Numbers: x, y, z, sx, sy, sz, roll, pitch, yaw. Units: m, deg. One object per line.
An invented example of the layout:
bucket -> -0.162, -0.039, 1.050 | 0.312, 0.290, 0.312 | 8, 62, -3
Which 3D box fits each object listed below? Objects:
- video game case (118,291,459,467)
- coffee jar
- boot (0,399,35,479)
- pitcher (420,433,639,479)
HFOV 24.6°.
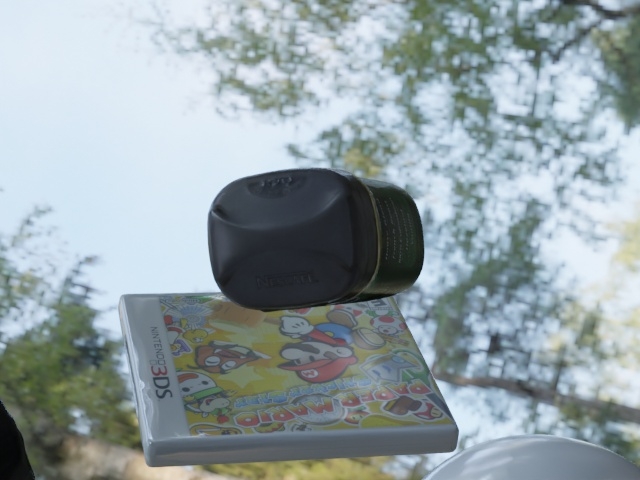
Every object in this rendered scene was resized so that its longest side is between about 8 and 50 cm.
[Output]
video game case -> -0.031, 0.097, 1.117 | 0.226, 0.206, 0.026 | -1, -61, -14
coffee jar -> 0.000, 0.000, 0.867 | 0.184, 0.096, 0.079 | 3, -99, -76
boot -> -0.297, 0.191, 0.813 | 0.146, 0.445, 0.367 | -55, -43, -37
pitcher -> 0.127, 0.185, 0.728 | 0.207, 0.125, 0.178 | 8, -89, -43
